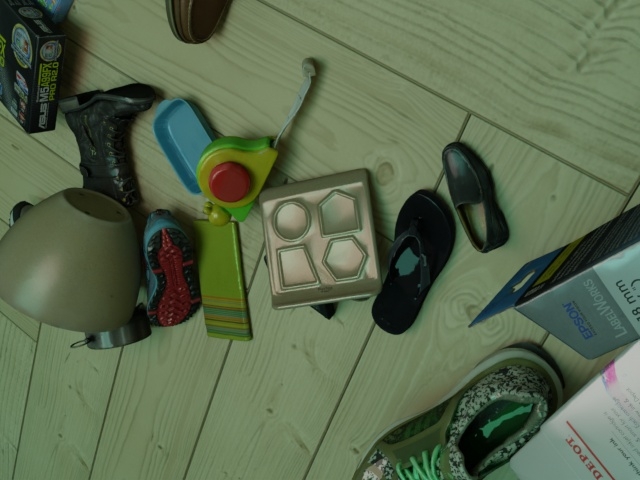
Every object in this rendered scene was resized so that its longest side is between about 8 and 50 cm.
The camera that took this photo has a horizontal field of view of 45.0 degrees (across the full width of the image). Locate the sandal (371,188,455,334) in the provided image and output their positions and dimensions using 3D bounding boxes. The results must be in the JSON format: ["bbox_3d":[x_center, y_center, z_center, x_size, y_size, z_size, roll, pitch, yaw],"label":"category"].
[{"bbox_3d":[0.142,0.044,1.213,0.097,0.054,0.255,25,118,24],"label":"sandal"}]

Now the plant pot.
[{"bbox_3d":[-0.455,0.013,1.454,0.284,0.284,0.191,34,109,20],"label":"plant pot"}]

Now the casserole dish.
[{"bbox_3d":[-0.232,-0.172,1.402,0.114,0.037,0.188,-34,87,36],"label":"casserole dish"}]

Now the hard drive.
[{"bbox_3d":[-0.036,0.077,1.330,0.135,0.022,0.094,34,164,19],"label":"hard drive"}]

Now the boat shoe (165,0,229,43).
[{"bbox_3d":[-0.160,-0.447,1.214,0.104,0.110,0.307,30,120,23],"label":"boat shoe"}]

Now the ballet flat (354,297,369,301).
[{"bbox_3d":[0.004,0.045,1.310,0.206,0.073,0.067,38,150,21],"label":"ballet flat"}]

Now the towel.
[{"bbox_3d":[-0.185,0.076,1.466,0.102,0.021,0.237,3,107,29],"label":"towel"}]

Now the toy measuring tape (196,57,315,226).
[{"bbox_3d":[-0.124,-0.166,1.274,0.121,0.121,0.330,37,116,18],"label":"toy measuring tape"}]

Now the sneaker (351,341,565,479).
[{"bbox_3d":[0.179,0.314,1.123,0.158,0.182,0.410,45,101,8],"label":"sneaker"}]

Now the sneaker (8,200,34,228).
[{"bbox_3d":[-0.560,0.024,1.658,0.108,0.100,0.272,-36,90,26],"label":"sneaker"}]

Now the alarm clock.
[{"bbox_3d":[-0.422,0.179,1.549,0.129,0.192,0.064,-4,103,34],"label":"alarm clock"}]

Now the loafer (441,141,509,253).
[{"bbox_3d":[0.219,-0.062,1.122,0.062,0.061,0.170,-27,89,38],"label":"loafer"}]

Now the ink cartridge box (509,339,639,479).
[{"bbox_3d":[0.435,0.251,0.983,0.353,0.119,0.207,-52,56,27],"label":"ink cartridge box"}]

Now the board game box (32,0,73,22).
[{"bbox_3d":[-0.537,-0.549,1.475,0.211,0.039,0.160,50,126,10],"label":"board game box"}]

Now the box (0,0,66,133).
[{"bbox_3d":[-0.602,-0.374,1.522,0.270,0.060,0.216,45,132,26],"label":"box"}]

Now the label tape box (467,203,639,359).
[{"bbox_3d":[0.376,0.035,0.941,0.333,0.240,0.106,-36,86,37],"label":"label tape box"}]

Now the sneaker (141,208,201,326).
[{"bbox_3d":[-0.292,0.051,1.497,0.125,0.104,0.262,-117,28,-47],"label":"sneaker"}]

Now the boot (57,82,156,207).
[{"bbox_3d":[-0.389,-0.176,1.486,0.262,0.091,0.229,2,112,38],"label":"boot"}]

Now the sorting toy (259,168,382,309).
[{"bbox_3d":[0.000,0.000,1.254,0.192,0.038,0.208,-10,79,21],"label":"sorting toy"}]
